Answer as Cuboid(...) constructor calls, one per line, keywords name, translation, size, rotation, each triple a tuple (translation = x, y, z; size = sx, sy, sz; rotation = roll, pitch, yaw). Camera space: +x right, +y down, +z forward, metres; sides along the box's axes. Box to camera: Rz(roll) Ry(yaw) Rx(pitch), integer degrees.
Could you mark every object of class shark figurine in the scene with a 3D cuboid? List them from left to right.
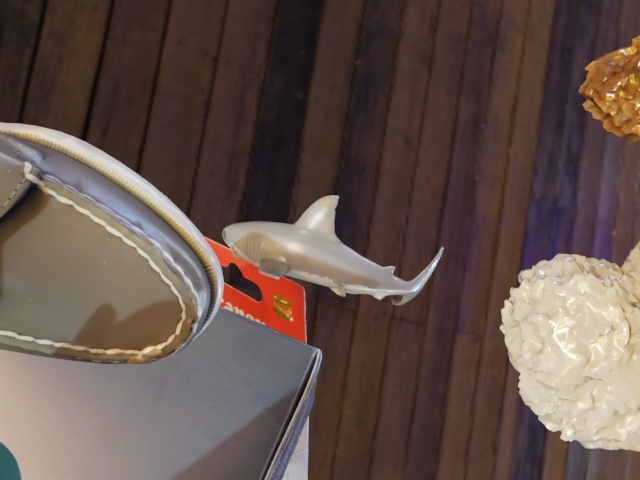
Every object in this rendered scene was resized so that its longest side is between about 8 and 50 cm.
Cuboid(name="shark figurine", translation=(0.024, 0.008, 1.070), size=(0.278, 0.166, 0.116), rotation=(15, 94, -7))

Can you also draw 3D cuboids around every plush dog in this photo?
Cuboid(name="plush dog", translation=(0.238, -0.015, 0.428), size=(0.262, 0.210, 0.225), rotation=(-9, 101, -29))

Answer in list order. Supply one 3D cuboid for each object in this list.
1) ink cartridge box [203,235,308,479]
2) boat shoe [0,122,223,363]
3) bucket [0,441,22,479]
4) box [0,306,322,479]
Cuboid(name="ink cartridge box", translation=(-0.145, 0.201, 1.244), size=(0.091, 0.308, 0.385), rotation=(-18, 119, -38))
Cuboid(name="boat shoe", translation=(-0.186, -0.015, 0.382), size=(0.305, 0.091, 0.109), rotation=(25, 102, -11))
Cuboid(name="bucket", translation=(-0.166, 0.172, 0.238), size=(0.183, 0.281, 0.281), rotation=(-35, 119, -4))
Cuboid(name="box", translation=(-0.188, 0.135, 0.786), size=(0.343, 0.312, 0.179), rotation=(22, 75, 4))
